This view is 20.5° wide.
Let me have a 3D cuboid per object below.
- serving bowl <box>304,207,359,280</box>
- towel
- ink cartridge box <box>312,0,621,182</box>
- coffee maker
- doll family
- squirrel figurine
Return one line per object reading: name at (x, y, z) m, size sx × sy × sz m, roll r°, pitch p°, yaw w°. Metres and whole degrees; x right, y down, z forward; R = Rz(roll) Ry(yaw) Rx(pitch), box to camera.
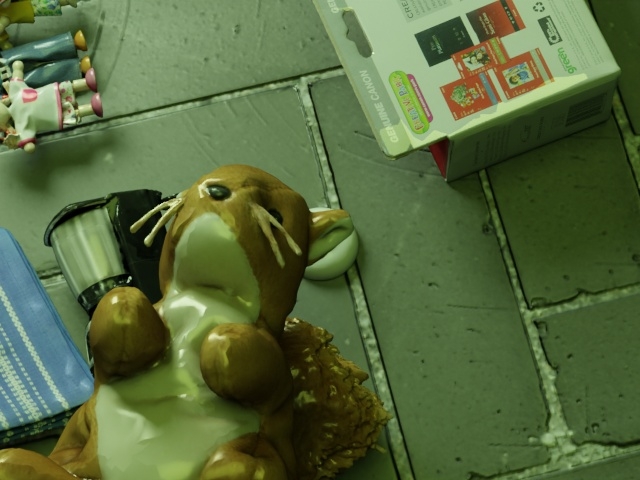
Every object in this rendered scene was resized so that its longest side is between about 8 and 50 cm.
serving bowl at (0.000, 0.000, 1.914) m, size 0.083 × 0.027 × 0.083 m, roll -1°, pitch 70°, yaw 1°
towel at (-0.405, 0.109, 1.783) m, size 0.336 × 0.040 × 0.243 m, roll -14°, pitch 64°, yaw -41°
ink cartridge box at (0.138, -0.239, 1.948) m, size 0.271 × 0.130 × 0.309 m, roll -21°, pitch 70°, yaw -5°
coffee maker at (-0.184, 0.043, 1.851) m, size 0.171 × 0.120 × 0.178 m, roll -20°, pitch 71°, yaw -7°
doll family at (-0.346, -0.220, 1.972) m, size 0.163 × 0.118 × 0.263 m, roll -12°, pitch 88°, yaw -10°
squirrel figurine at (-0.093, 0.130, 1.694) m, size 0.281 × 0.397 × 0.371 m, roll 3°, pitch 67°, yaw 20°
